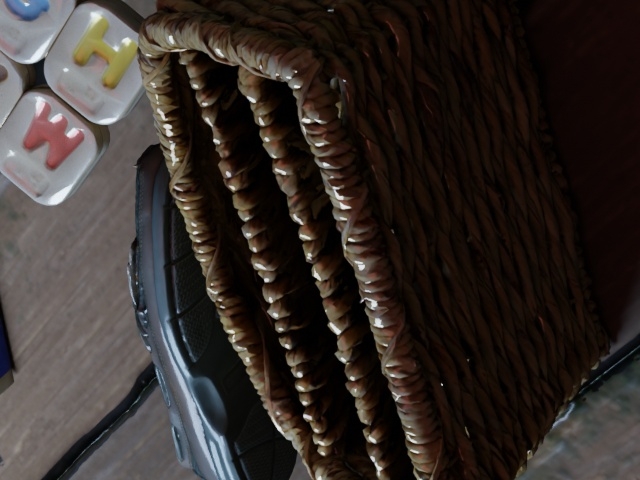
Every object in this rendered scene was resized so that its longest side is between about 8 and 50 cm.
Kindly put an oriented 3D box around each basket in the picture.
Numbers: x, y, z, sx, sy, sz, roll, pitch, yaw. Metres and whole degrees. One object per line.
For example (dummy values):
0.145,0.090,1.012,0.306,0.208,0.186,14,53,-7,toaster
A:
0.000,0.000,0.953,0.213,0.223,0.299,-3,117,33,basket

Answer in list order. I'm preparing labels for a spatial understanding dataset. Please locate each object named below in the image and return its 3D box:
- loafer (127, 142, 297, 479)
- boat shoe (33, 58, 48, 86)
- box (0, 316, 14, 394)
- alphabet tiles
-0.087,0.057,1.132,0.084,0.096,0.267,9,124,35,loafer
-0.195,-0.201,1.053,0.112,0.095,0.335,19,121,22,boat shoe
-0.304,0.005,1.268,0.136,0.036,0.225,10,123,27,box
-0.229,-0.152,1.017,0.284,0.021,0.278,40,123,0,alphabet tiles
